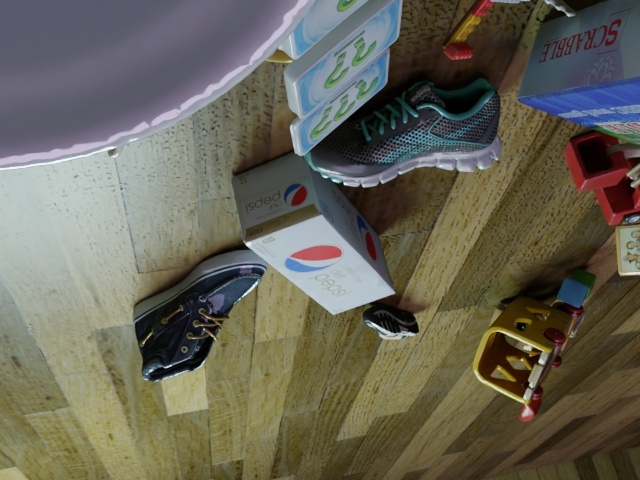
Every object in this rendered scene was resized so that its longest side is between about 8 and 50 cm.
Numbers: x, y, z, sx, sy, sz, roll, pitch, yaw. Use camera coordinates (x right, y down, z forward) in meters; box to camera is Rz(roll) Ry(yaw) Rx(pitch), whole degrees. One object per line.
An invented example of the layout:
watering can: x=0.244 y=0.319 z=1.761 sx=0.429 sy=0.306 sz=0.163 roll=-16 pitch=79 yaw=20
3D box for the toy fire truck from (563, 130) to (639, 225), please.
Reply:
toy fire truck: x=0.333 y=-0.070 z=0.815 sx=0.191 sy=0.047 sz=0.135 roll=-13 pitch=154 yaw=-1

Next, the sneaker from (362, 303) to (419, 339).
sneaker: x=0.084 y=0.111 z=1.059 sx=0.043 sy=0.040 sz=0.109 roll=-27 pitch=151 yaw=29

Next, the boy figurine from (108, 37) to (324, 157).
boy figurine: x=-0.125 y=-0.112 z=0.463 sx=0.285 sy=0.092 sz=0.177 roll=-12 pitch=144 yaw=2

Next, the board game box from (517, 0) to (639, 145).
board game box: x=0.328 y=-0.072 z=0.489 sx=0.317 sy=0.066 sz=0.318 roll=17 pitch=-177 yaw=-11

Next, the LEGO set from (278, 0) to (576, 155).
LEGO set: x=0.085 y=-0.143 z=0.453 sx=0.244 sy=0.060 sz=0.182 roll=-41 pitch=167 yaw=-10

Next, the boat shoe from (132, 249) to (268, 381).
boat shoe: x=-0.120 y=0.081 z=0.852 sx=0.183 sy=0.083 sz=0.065 roll=-30 pitch=149 yaw=30

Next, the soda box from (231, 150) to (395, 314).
soda box: x=0.000 y=0.000 z=0.769 sx=0.073 sy=0.069 sz=0.216 roll=-21 pitch=152 yaw=14

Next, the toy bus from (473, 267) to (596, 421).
toy bus: x=0.279 y=0.127 z=1.111 sx=0.104 sy=0.191 sz=0.202 roll=25 pitch=162 yaw=21

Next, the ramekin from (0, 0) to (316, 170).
ramekin: x=-0.127 y=-0.165 z=0.260 sx=0.277 sy=0.135 sz=0.277 roll=-9 pitch=141 yaw=-8

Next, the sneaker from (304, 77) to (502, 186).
sneaker: x=0.067 y=-0.092 z=0.648 sx=0.166 sy=0.065 sz=0.076 roll=-11 pitch=137 yaw=-13

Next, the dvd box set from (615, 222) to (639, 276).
dvd box set: x=0.563 y=-0.007 z=0.815 sx=0.307 sy=0.062 sz=0.420 roll=-1 pitch=177 yaw=-36
